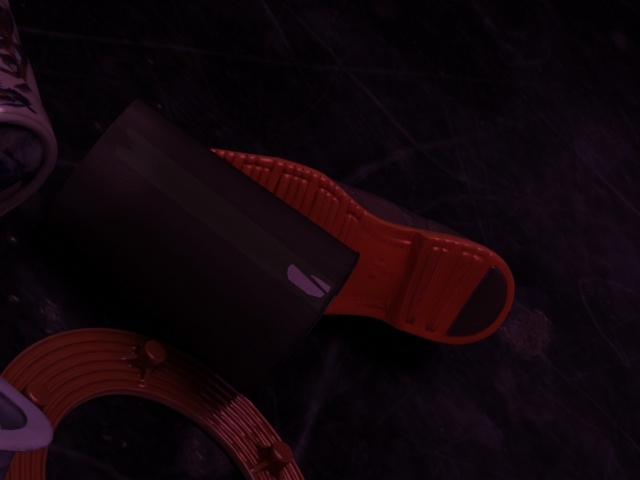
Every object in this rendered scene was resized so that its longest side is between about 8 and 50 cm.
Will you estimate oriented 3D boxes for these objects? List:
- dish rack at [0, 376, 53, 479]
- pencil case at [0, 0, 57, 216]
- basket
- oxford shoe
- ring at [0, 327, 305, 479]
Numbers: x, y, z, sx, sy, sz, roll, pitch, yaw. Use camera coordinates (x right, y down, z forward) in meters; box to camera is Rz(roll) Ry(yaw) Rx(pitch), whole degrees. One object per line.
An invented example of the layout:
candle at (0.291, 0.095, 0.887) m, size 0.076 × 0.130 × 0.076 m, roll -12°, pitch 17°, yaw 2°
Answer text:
dish rack at (-0.357, 0.068, 1.117) m, size 0.333 × 0.072 × 0.285 m, roll 34°, pitch 16°, yaw 37°
pencil case at (-0.325, -0.196, 1.434) m, size 0.183 × 0.160 × 0.410 m, roll 58°, pitch 11°, yaw -61°
basket at (-0.104, 0.001, 1.510) m, size 0.227 × 0.154 × 0.204 m, roll 39°, pitch -8°, yaw -3°
oxford shoe at (0.000, 0.000, 1.689) m, size 0.363 × 0.130 × 0.133 m, roll 23°, pitch 9°, yaw -23°
ring at (-0.116, 0.209, 1.403) m, size 0.336 × 0.032 × 0.336 m, roll 28°, pitch 39°, yaw -26°
